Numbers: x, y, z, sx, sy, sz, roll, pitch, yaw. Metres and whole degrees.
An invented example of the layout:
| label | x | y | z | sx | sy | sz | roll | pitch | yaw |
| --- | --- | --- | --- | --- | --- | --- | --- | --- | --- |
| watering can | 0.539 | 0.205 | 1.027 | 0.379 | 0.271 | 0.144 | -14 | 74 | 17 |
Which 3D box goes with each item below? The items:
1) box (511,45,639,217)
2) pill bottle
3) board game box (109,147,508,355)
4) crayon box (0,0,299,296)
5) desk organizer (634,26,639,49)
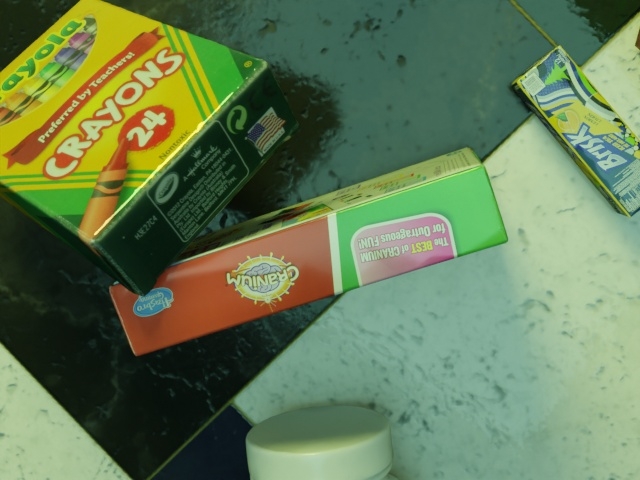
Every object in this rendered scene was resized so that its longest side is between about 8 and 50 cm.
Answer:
| label | x | y | z | sx | sy | sz | roll | pitch | yaw |
| --- | --- | --- | --- | --- | --- | --- | --- | --- | --- |
| box | 0.258 | -0.104 | 0.842 | 0.054 | 0.059 | 0.169 | -39 | 91 | 10 |
| pill bottle | 0.014 | 0.345 | 0.869 | 0.187 | 0.188 | 0.334 | -5 | 97 | 8 |
| board game box | 0.000 | 0.000 | 0.801 | 0.316 | 0.242 | 0.064 | -18 | 96 | 10 |
| crayon box | -0.201 | -0.105 | 0.780 | 0.318 | 0.081 | 0.202 | 27 | 68 | 38 |
| desk organizer | 0.368 | -0.189 | 0.819 | 0.130 | 0.050 | 0.047 | 5 | 118 | -2 |
